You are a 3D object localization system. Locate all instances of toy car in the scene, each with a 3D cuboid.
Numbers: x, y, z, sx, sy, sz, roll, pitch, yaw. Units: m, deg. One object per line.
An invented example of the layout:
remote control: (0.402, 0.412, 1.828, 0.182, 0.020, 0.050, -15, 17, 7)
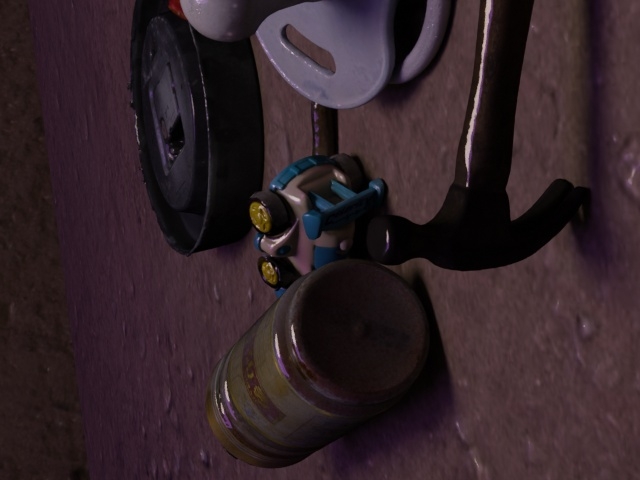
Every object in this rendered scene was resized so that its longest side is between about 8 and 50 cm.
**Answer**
toy car: (0.000, 0.000, 1.302, 0.098, 0.126, 0.161, 33, 135, 41)

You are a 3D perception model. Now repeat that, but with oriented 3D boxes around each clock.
clock: (-0.174, -0.173, 1.716, 0.386, 0.076, 0.386, 172, 90, -68)

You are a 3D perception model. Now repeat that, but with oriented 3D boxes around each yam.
yam: (0.003, -0.040, 1.385, 0.027, 0.029, 0.234, -146, 50, -62)

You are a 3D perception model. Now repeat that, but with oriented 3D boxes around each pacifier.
pacifier: (-0.019, -0.226, 1.122, 0.238, 0.226, 0.287, 44, 142, 28)

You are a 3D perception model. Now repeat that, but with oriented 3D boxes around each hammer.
hammer: (0.132, -0.193, 0.882, 0.044, 0.168, 0.440, 29, 116, 59)

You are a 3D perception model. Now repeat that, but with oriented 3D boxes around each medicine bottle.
medicine bottle: (-0.010, 0.133, 1.317, 0.322, 0.151, 0.151, 133, 125, -63)

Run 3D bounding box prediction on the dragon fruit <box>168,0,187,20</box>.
dragon fruit: (-0.127, -0.314, 1.470, 0.166, 0.133, 0.136, 124, 140, -62)
